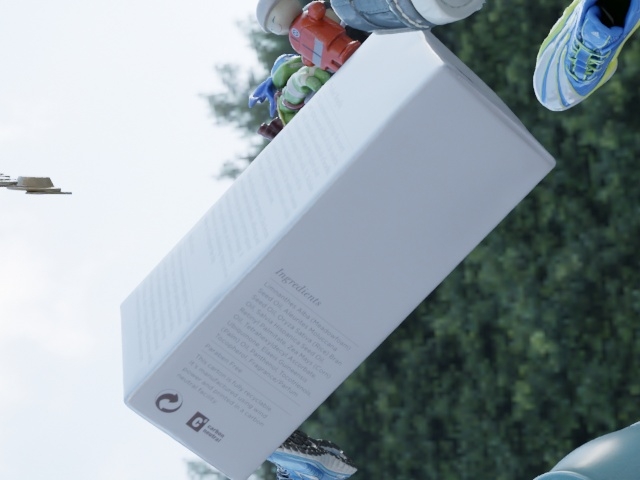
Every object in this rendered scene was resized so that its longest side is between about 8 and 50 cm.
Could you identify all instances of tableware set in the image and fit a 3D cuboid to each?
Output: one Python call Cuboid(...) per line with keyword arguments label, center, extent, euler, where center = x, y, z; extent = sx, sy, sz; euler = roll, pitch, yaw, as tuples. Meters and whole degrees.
Cuboid(label="tableware set", center=(-0.344, -0.057, 1.397), extent=(0.141, 0.169, 0.020), euler=(-4, -82, -56))

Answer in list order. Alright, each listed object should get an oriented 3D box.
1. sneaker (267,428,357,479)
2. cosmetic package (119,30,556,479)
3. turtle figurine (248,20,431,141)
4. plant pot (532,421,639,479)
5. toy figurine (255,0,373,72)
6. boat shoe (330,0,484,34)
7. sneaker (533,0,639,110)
Cuboid(label="sneaker", center=(-0.028, 0.262, 1.587), extent=(0.162, 0.063, 0.073), euler=(29, -81, -41))
Cuboid(label="cosmetic package", center=(0.000, 0.000, 1.408), extent=(0.161, 0.453, 0.230), euler=(39, -167, -22))
Cuboid(label="turtle figurine", center=(0.052, -0.161, 1.770), extent=(0.198, 0.275, 0.266), euler=(55, -167, -73))
Cuboid(label="plant pot", center=(0.370, 0.357, 1.670), extent=(0.255, 0.272, 0.271), euler=(2, -96, -46))
Cuboid(label="toy figurine", center=(0.042, -0.309, 1.706), extent=(0.209, 0.148, 0.213), euler=(-58, -19, 15))
Cuboid(label="boat shoe", center=(0.110, -0.243, 1.147), extent=(0.319, 0.099, 0.116), euler=(-41, -67, -54))
Cuboid(label="sneaker", center=(0.303, -0.234, 1.570), extent=(0.091, 0.240, 0.126), euler=(39, -144, 11))
